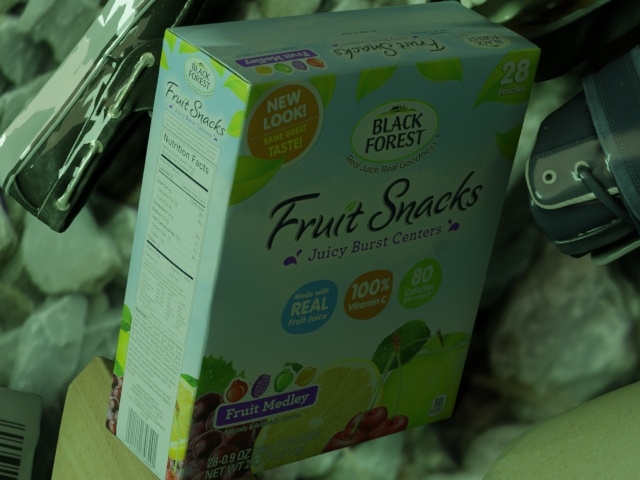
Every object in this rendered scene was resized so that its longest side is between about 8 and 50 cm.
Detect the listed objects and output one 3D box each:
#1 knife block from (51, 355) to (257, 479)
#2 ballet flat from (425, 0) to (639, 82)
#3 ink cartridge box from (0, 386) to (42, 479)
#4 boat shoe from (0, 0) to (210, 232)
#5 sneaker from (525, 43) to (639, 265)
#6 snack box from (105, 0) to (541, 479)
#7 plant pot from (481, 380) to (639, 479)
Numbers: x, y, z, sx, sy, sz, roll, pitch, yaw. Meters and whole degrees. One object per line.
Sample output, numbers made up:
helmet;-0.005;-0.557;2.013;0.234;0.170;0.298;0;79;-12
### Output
knife block;-0.034;0.199;0.905;0.242;0.088;0.276;-4;71;37
ballet flat;0.143;-0.148;0.826;0.280;0.096;0.095;-39;55;50
ink cartridge box;-0.320;0.256;1.141;0.385;0.091;0.308;-16;64;53
boat shoe;-0.108;-0.102;1.095;0.070;0.078;0.219;41;99;5
sneaker;0.184;-0.008;0.797;0.163;0.086;0.226;-28;47;15
snack box;0.000;0.000;0.846;0.070;0.174;0.207;35;125;41
plant pot;0.182;0.138;0.672;0.274;0.256;0.256;1;74;55
